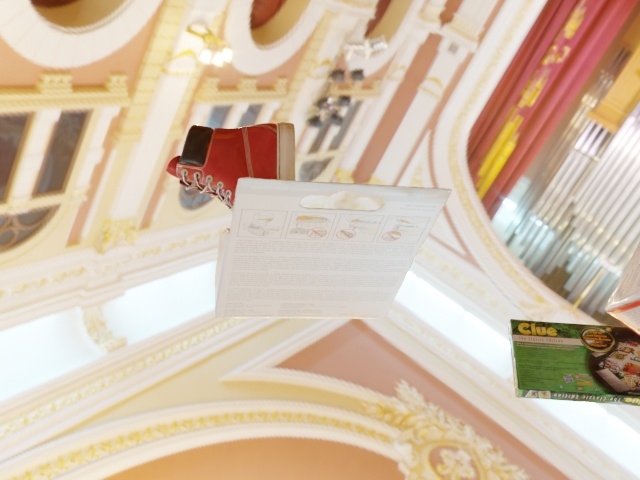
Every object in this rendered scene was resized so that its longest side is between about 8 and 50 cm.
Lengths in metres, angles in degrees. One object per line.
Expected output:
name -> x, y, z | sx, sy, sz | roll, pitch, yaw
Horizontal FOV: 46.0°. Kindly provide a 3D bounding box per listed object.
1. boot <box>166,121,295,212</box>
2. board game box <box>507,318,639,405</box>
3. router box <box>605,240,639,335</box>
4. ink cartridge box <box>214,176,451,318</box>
boot -> -0.119, -0.046, 1.016 | 0.176, 0.088, 0.244 | -1, -112, -5
board game box -> 0.424, 0.186, 1.148 | 0.260, 0.030, 0.136 | 4, -133, 4
router box -> 0.542, 0.027, 0.883 | 0.301, 0.082, 0.335 | 34, -111, 1
ink cartridge box -> 0.000, 0.000, 0.723 | 0.189, 0.232, 0.066 | 2, -129, -12
